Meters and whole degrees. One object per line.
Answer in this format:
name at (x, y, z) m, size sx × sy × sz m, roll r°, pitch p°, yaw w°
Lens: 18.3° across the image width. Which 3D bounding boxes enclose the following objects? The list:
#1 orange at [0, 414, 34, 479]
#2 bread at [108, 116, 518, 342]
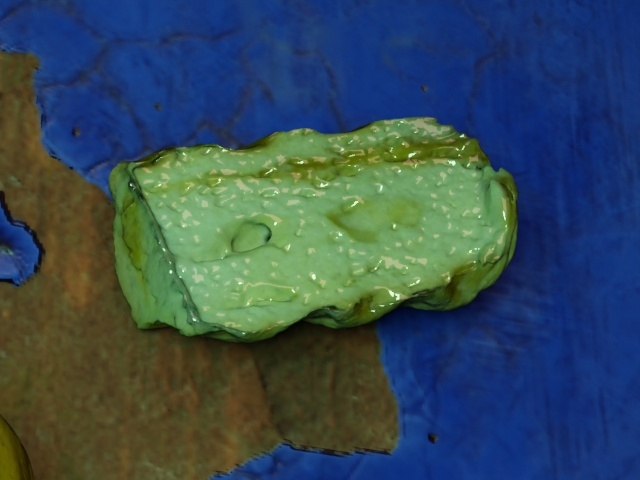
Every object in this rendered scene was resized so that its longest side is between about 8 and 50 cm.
orange at (-0.235, 0.144, 0.876) m, size 0.249 × 0.183 × 0.249 m, roll 12°, pitch 55°, yaw -17°
bread at (0.000, 0.000, 1.132) m, size 0.232 × 0.088 × 0.128 m, roll -11°, pitch 56°, yaw -21°
